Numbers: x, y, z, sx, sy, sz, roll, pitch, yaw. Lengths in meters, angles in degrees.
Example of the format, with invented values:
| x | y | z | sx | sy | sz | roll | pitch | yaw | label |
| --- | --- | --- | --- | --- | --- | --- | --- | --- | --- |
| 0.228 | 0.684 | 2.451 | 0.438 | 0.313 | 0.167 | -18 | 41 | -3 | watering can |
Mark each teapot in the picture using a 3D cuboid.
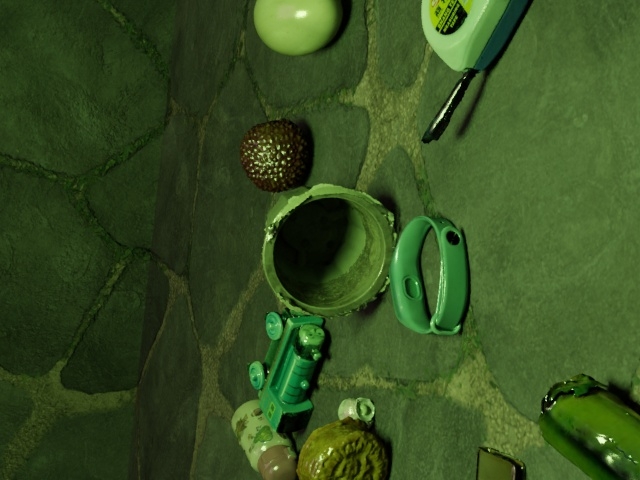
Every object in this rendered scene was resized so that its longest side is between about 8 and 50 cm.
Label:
| x | y | z | sx | sy | sz | roll | pitch | yaw | label |
| --- | --- | --- | --- | --- | --- | --- | --- | --- | --- |
| 0.083 | 0.370 | 2.019 | 0.064 | 0.064 | 0.083 | -29 | 93 | 52 | teapot |

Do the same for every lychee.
| x | y | z | sx | sy | sz | roll | pitch | yaw | label |
| --- | --- | --- | --- | --- | --- | --- | --- | --- | --- |
| -0.112 | -0.203 | 2.338 | 0.188 | 0.188 | 0.188 | -11 | 77 | 63 | lychee |

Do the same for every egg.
| x | y | z | sx | sy | sz | roll | pitch | yaw | label |
| --- | --- | --- | --- | --- | --- | --- | --- | --- | --- |
| -0.049 | -0.526 | 2.220 | 0.254 | 0.189 | 0.188 | 7 | 94 | 58 | egg |

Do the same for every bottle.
| x | y | z | sx | sy | sz | roll | pitch | yaw | label |
| --- | --- | --- | --- | --- | --- | --- | --- | --- | --- |
| -0.129 | 0.511 | 2.364 | 0.253 | 0.120 | 0.120 | 47 | 129 | 53 | bottle |

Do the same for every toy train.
| x | y | z | sx | sy | sz | roll | pitch | yaw | label |
| --- | --- | --- | --- | --- | --- | --- | --- | --- | --- |
| -0.070 | 0.298 | 2.274 | 0.194 | 0.120 | 0.298 | 52 | 133 | 43 | toy train |

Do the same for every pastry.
| x | y | z | sx | sy | sz | roll | pitch | yaw | label |
| --- | --- | --- | --- | --- | --- | --- | --- | --- | --- |
| 0.048 | 0.457 | 1.934 | 0.103 | 0.189 | 0.188 | 25 | 110 | 59 | pastry |

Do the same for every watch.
| x | y | z | sx | sy | sz | roll | pitch | yaw | label |
| --- | --- | --- | --- | --- | --- | --- | --- | --- | --- |
| 0.205 | 0.073 | 1.788 | 0.195 | 0.068 | 0.237 | -40 | 49 | 53 | watch |

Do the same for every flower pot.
| x | y | z | sx | sy | sz | roll | pitch | yaw | label |
| --- | --- | --- | --- | --- | --- | --- | --- | --- | --- |
| 0.000 | 0.000 | 2.033 | 0.259 | 0.291 | 0.290 | -132 | 49 | -72 | flower pot |

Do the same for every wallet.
| x | y | z | sx | sy | sz | roll | pitch | yaw | label |
| --- | --- | --- | --- | --- | --- | --- | --- | --- | --- |
| 0.295 | 0.456 | 1.598 | 0.110 | 0.031 | 0.198 | 7 | 93 | 63 | wallet |

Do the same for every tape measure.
| x | y | z | sx | sy | sz | roll | pitch | yaw | label |
| --- | --- | --- | --- | --- | --- | --- | --- | --- | --- |
| 0.244 | -0.363 | 1.702 | 0.351 | 0.098 | 0.215 | -62 | 37 | 36 | tape measure |

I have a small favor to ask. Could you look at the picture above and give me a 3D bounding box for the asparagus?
| x | y | z | sx | sy | sz | roll | pitch | yaw | label |
| --- | --- | --- | --- | --- | --- | --- | --- | --- | --- |
| 0.437 | 0.313 | 1.240 | 0.382 | 0.108 | 0.128 | 42 | 130 | 55 | asparagus |
